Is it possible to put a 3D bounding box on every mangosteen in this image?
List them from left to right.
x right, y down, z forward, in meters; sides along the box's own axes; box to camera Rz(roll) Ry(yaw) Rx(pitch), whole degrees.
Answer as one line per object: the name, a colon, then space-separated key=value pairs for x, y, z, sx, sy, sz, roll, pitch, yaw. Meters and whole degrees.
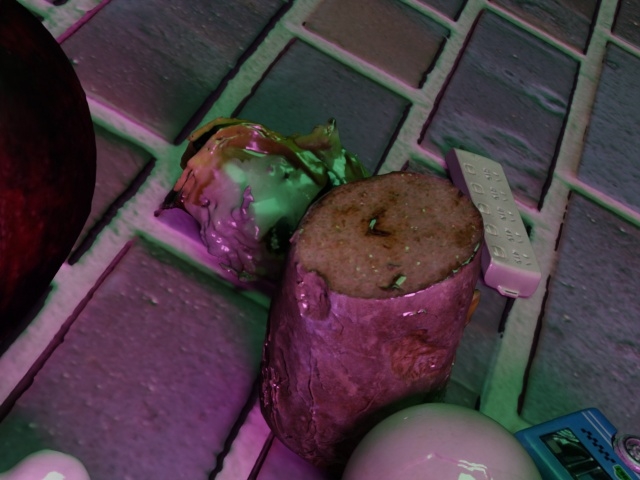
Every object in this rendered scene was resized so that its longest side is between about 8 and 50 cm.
mangosteen: x=-0.291 y=-0.060 z=0.944 sx=0.330 sy=0.330 sz=0.330 roll=21 pitch=32 yaw=-14

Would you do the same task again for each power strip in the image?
power strip: x=0.175 y=-0.031 z=1.553 sx=0.060 sy=0.027 sz=0.252 roll=17 pitch=34 yaw=-21

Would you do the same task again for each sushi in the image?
sushi: x=0.003 y=-0.003 z=1.274 sx=0.291 sy=0.139 sz=0.131 roll=39 pitch=40 yaw=12

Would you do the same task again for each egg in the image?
egg: x=0.087 y=0.208 z=1.020 sx=0.151 sy=0.151 sz=0.209 roll=14 pitch=42 yaw=-24

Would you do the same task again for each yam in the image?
yam: x=0.032 y=0.073 z=1.119 sx=0.154 sy=0.254 sz=0.154 roll=4 pitch=47 yaw=-4

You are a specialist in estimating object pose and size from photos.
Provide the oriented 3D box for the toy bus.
toy bus: x=0.225 y=0.250 z=1.109 sx=0.134 sy=0.113 sz=0.246 roll=-3 pitch=44 yaw=-43

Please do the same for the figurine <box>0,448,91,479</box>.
figurine: x=-0.183 y=0.185 z=0.900 sx=0.130 sy=0.109 sz=0.178 roll=-27 pitch=56 yaw=-29
